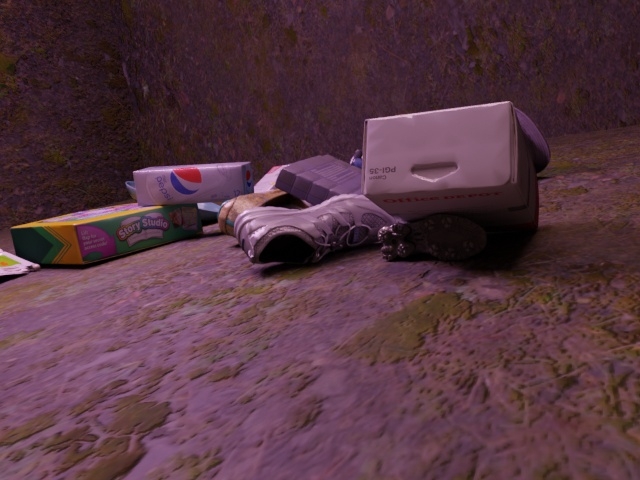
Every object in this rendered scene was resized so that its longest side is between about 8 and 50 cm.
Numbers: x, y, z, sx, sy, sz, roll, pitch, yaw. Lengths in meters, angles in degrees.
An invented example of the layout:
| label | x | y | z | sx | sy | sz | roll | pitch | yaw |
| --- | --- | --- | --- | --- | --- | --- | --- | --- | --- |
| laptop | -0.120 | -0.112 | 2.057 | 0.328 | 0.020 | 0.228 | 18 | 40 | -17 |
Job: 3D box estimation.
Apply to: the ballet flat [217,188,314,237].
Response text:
| label | x | y | z | sx | sy | sz | roll | pitch | yaw |
| --- | --- | --- | --- | --- | --- | --- | --- | --- | --- |
| ballet flat | -0.080 | -0.067 | 1.402 | 0.123 | 0.123 | 0.348 | -1 | 12 | 41 |

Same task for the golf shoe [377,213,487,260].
| label | x | y | z | sx | sy | sz | roll | pitch | yaw |
| --- | --- | --- | --- | --- | --- | --- | --- | --- | --- |
| golf shoe | 0.175 | -0.008 | 0.908 | 0.176 | 0.069 | 0.086 | 0 | 8 | 40 |

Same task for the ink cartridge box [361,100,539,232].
| label | x | y | z | sx | sy | sz | roll | pitch | yaw |
| --- | --- | --- | --- | --- | --- | --- | --- | --- | --- |
| ink cartridge box | 0.205 | -0.092 | 0.902 | 0.207 | 0.117 | 0.283 | -2 | -12 | 24 |

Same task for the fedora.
| label | x | y | z | sx | sy | sz | roll | pitch | yaw |
| --- | --- | --- | --- | --- | --- | --- | --- | --- | --- |
| fedora | 0.472 | -0.242 | 1.641 | 0.124 | 0.244 | 0.275 | -42 | 20 | -10 |

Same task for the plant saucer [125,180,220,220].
| label | x | y | z | sx | sy | sz | roll | pitch | yaw |
| --- | --- | --- | --- | --- | --- | --- | --- | --- | --- |
| plant saucer | -0.448 | -0.117 | 1.874 | 0.317 | 0.043 | 0.317 | 18 | 7 | -2 |

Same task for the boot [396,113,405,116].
| label | x | y | z | sx | sy | sz | roll | pitch | yaw |
| --- | --- | --- | --- | --- | --- | --- | --- | --- | --- |
| boot | 0.338 | -0.285 | 1.916 | 0.211 | 0.104 | 0.295 | 30 | 15 | -28 |

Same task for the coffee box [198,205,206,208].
| label | x | y | z | sx | sy | sz | roll | pitch | yaw |
| --- | --- | --- | --- | --- | --- | --- | --- | --- | --- |
| coffee box | -0.460 | -0.091 | 2.051 | 0.184 | 0.040 | 0.113 | -13 | 11 | -21 |

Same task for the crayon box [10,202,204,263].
| label | x | y | z | sx | sy | sz | roll | pitch | yaw |
| --- | --- | --- | --- | --- | --- | --- | --- | --- | --- |
| crayon box | -0.547 | -0.025 | 1.569 | 0.313 | 0.106 | 0.363 | 0 | 13 | 39 |

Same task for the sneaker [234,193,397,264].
| label | x | y | z | sx | sy | sz | roll | pitch | yaw |
| --- | --- | --- | --- | --- | --- | --- | --- | --- | --- |
| sneaker | 0.000 | 0.000 | 1.025 | 0.281 | 0.105 | 0.115 | -9 | 39 | -9 |

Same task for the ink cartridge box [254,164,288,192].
| label | x | y | z | sx | sy | sz | roll | pitch | yaw |
| --- | --- | --- | --- | --- | --- | --- | --- | --- | --- |
| ink cartridge box | -0.156 | -0.140 | 1.834 | 0.198 | 0.067 | 0.115 | -49 | 28 | -24 |

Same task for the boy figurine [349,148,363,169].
| label | x | y | z | sx | sy | sz | roll | pitch | yaw |
| --- | --- | --- | --- | --- | --- | --- | --- | --- | --- |
| boy figurine | 0.211 | -0.236 | 1.977 | 0.177 | 0.092 | 0.285 | 27 | -4 | -36 |

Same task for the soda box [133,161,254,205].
| label | x | y | z | sx | sy | sz | roll | pitch | yaw |
| --- | --- | --- | --- | --- | --- | --- | --- | --- | --- |
| soda box | -0.319 | -0.145 | 1.535 | 0.286 | 0.091 | 0.098 | -2 | 13 | 10 |

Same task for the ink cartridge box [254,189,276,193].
| label | x | y | z | sx | sy | sz | roll | pitch | yaw |
| --- | --- | --- | --- | --- | --- | --- | --- | --- | --- |
| ink cartridge box | -0.175 | -0.081 | 1.600 | 0.139 | 0.082 | 0.190 | -9 | 9 | -2 |

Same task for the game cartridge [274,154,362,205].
| label | x | y | z | sx | sy | sz | roll | pitch | yaw |
| --- | --- | --- | --- | --- | --- | --- | --- | --- | --- |
| game cartridge | 0.053 | -0.118 | 1.366 | 0.230 | 0.068 | 0.355 | 21 | 17 | 11 |

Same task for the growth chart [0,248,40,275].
| label | x | y | z | sx | sy | sz | roll | pitch | yaw |
| --- | --- | --- | --- | --- | --- | --- | --- | --- | --- |
| growth chart | -0.768 | 0.053 | 1.372 | 0.172 | 0.021 | 0.237 | 16 | 8 | 16 |
